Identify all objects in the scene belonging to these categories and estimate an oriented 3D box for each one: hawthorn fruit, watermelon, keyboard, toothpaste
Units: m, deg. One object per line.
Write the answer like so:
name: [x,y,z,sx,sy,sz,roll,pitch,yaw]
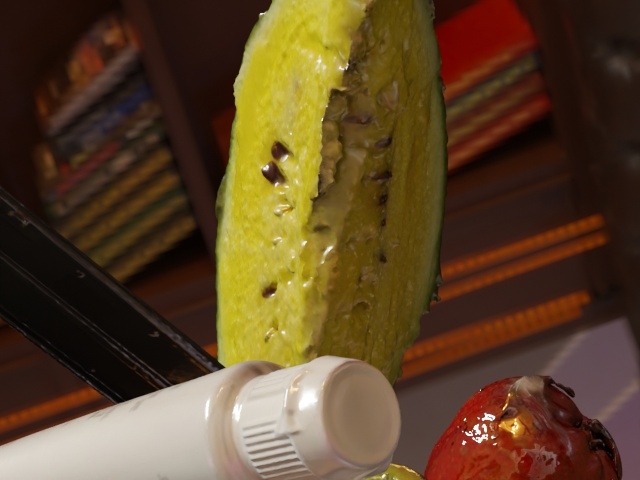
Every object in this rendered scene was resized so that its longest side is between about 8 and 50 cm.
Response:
hawthorn fruit: [0.142,0.187,1.367,0.148,0.172,0.148,51,-166,-18]
watermelon: [0.000,0.000,0.885,0.129,0.123,0.301,-60,-21,-75]
keyboard: [-0.088,0.045,0.780,0.202,0.067,0.011,42,-138,-30]
toothpaste: [-0.055,0.054,0.410,0.190,0.048,0.031,-19,80,46]

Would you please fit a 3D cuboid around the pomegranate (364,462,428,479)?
pomegranate: [0.031,0.221,1.101,0.169,0.143,0.122,-117,5,-70]
